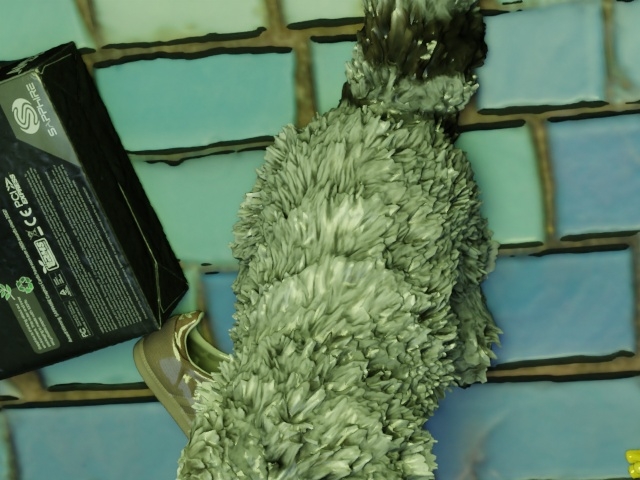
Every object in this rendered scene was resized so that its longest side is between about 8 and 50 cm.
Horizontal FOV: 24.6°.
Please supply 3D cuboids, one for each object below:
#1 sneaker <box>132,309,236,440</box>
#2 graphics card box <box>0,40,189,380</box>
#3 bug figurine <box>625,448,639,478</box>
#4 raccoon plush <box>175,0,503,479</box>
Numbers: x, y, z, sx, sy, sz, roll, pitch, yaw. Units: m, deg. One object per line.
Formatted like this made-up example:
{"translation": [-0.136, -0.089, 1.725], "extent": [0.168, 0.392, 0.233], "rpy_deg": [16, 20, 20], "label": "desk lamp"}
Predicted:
{"translation": [-0.074, 0.141, 1.217], "extent": [0.071, 0.066, 0.188], "rpy_deg": [-37, 100, 22], "label": "sneaker"}
{"translation": [-0.321, 0.009, 1.205], "extent": [0.371, 0.094, 0.233], "rpy_deg": [-19, 106, 20], "label": "graphics card box"}
{"translation": [0.387, 0.201, 1.135], "extent": [0.279, 0.072, 0.216], "rpy_deg": [-18, 107, 18], "label": "bug figurine"}
{"translation": [0.000, 0.000, 1.016], "extent": [0.216, 0.299, 0.446], "rpy_deg": [-1, 111, 13], "label": "raccoon plush"}
